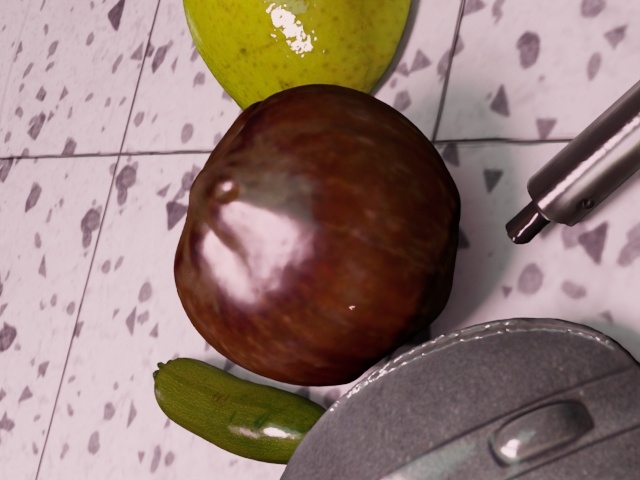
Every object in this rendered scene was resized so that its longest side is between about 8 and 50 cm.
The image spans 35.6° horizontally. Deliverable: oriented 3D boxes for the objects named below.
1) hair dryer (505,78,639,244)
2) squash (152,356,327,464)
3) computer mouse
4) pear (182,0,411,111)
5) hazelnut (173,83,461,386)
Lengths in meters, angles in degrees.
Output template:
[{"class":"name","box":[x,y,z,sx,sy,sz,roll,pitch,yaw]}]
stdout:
[{"class":"hair dryer","box":[0.267,-0.052,0.618,0.320,0.155,0.284,-108,32,-50]},{"class":"squash","box":[-0.082,0.152,0.896,0.258,0.069,0.069,9,82,47]},{"class":"computer mouse","box":[0.070,0.196,0.686,0.374,0.114,0.203,-44,47,25]},{"class":"pear","box":[-0.039,-0.215,0.954,0.288,0.139,0.239,-32,63,36]},{"class":"hazelnut","box":[0.000,0.000,0.767,0.218,0.218,0.234,22,90,48]}]
